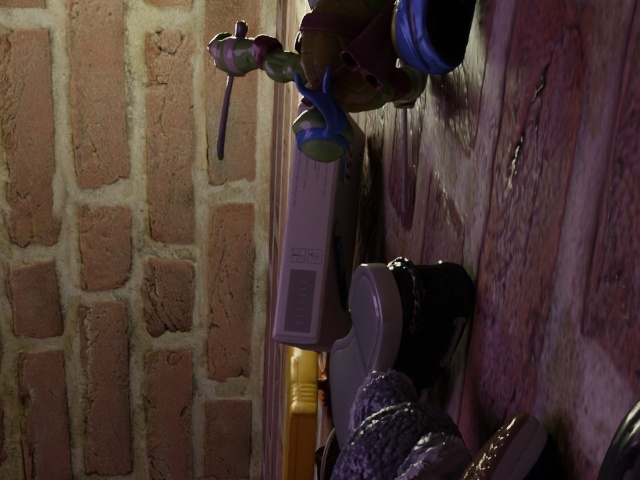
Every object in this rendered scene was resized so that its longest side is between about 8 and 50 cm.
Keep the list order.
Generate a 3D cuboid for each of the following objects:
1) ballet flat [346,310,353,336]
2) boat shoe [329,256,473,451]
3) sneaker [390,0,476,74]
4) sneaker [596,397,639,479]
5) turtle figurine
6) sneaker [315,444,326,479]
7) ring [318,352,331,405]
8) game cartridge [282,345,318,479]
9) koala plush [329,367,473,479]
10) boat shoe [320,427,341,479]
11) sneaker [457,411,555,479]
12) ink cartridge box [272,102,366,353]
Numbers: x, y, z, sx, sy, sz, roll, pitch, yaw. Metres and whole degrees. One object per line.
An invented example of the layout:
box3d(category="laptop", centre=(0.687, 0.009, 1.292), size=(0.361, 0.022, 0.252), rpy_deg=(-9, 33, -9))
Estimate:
box3d(category="ballet flat", centre=(0.043, 0.141, 1.395), size=(0.041, 0.041, 0.114), rpy_deg=(99, 168, -51))
box3d(category="boat shoe", centre=(0.067, 0.117, 0.960), size=(0.302, 0.091, 0.114), rpy_deg=(107, 154, -61))
box3d(category="sneaker", centre=(0.100, -0.238, 0.828), size=(0.082, 0.069, 0.209), rpy_deg=(-145, 54, -67))
box3d(category="sneaker", centre=(0.130, 0.179, 0.405), size=(0.106, 0.101, 0.267), rpy_deg=(-128, 39, -83))
box3d(category="turtle figurine", centre=(0.004, -0.192, 0.998), size=(0.275, 0.197, 0.266), rpy_deg=(47, -125, -75))
box3d(category="sneaker", centre=(0.025, 0.371, 1.505), size=(0.175, 0.064, 0.067), rpy_deg=(-88, -13, -60))
box3d(category="ring", centre=(-0.005, 0.119, 1.813), size=(0.336, 0.032, 0.337), rpy_deg=(-179, 90, -83))
box3d(category="game cartridge", centre=(-0.034, 0.272, 1.602), size=(0.324, 0.052, 0.285), rpy_deg=(-88, 2, -60))
box3d(category="koala plush", centre=(0.050, 0.222, 0.797), size=(0.196, 0.203, 0.221), rpy_deg=(-118, 41, -72))
box3d(category="boat shoe", centre=(0.036, 0.324, 1.357), size=(0.072, 0.068, 0.190), rpy_deg=(-60, -28, -80))
box3d(category="sneaker", centre=(0.116, 0.254, 0.618), size=(0.282, 0.153, 0.099), rpy_deg=(-60, -7, -21))
box3d(category="ink cartridge box", centre=(0.014, -0.001, 1.369), size=(0.261, 0.066, 0.296), rpy_deg=(37, -122, -73))
